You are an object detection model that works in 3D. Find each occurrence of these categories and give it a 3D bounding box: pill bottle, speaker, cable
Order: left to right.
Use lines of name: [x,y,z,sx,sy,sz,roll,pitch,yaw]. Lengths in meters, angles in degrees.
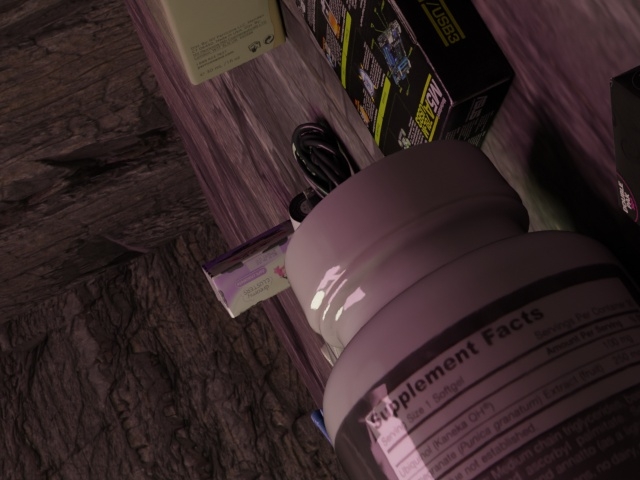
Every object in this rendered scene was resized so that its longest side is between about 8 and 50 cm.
speaker: [0.000,0.000,1.328,0.055,0.055,0.136,57,170,39]
cable: [0.023,-0.041,1.113,0.150,0.047,0.184,81,164,-50]
pill bottle: [0.109,0.108,0.520,0.318,0.176,0.176,60,171,27]

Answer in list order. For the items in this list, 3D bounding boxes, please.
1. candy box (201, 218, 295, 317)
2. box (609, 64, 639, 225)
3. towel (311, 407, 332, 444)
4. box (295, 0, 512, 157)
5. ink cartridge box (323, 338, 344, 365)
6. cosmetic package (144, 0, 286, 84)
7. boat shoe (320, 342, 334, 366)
candy box: [-0.087,0.038,1.613,0.070,0.164,0.196,63,172,-8]
box: [0.140,-0.021,0.345,0.083,0.052,0.062,57,168,46]
towel: [0.095,0.349,1.574,0.209,0.034,0.285,53,-173,28]
box: [0.042,-0.130,0.670,0.184,0.045,0.191,59,171,14]
ink cartridge box: [0.052,0.067,0.996,0.063,0.109,0.150,56,169,41]
cosmetic package: [-0.133,-0.308,0.978,0.160,0.113,0.309,59,171,28]
boat shoe: [0.057,0.215,1.534,0.096,0.088,0.267,58,170,35]
